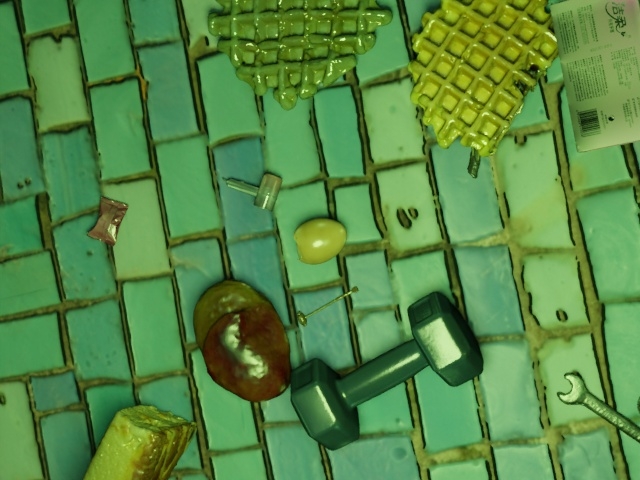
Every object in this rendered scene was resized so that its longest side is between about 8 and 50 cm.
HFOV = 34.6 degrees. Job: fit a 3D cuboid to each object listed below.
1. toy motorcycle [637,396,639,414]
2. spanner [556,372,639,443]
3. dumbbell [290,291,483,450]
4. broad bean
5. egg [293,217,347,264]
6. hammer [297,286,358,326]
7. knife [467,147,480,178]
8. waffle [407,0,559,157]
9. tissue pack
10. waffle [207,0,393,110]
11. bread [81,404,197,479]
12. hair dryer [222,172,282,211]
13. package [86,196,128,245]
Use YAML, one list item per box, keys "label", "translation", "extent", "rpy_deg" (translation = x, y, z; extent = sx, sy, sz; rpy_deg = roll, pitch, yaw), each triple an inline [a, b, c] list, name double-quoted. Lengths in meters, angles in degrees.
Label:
- label: "toy motorcycle"
  translation: [0.626, 0.240, 1.645]
  extent: [0.221, 0.102, 0.150]
  rpy_deg: [5, 111, 16]
- label: "spanner"
  translation: [0.507, 0.309, 1.710]
  extent: [0.254, 0.015, 0.054]
  rpy_deg: [35, 95, 11]
- label: "dumbbell"
  translation: [0.108, 0.224, 1.743]
  extent: [0.324, 0.144, 0.160]
  rpy_deg: [-31, 81, 11]
- label: "broad bean"
  translation: [-0.137, 0.179, 1.814]
  extent: [0.156, 0.122, 0.229]
  rpy_deg: [-25, 87, 14]
- label: "egg"
  translation: [0.000, 0.000, 1.804]
  extent: [0.096, 0.080, 0.080]
  rpy_deg: [-13, 86, 0]
- label: "hammer"
  translation: [0.014, 0.115, 1.834]
  extent: [0.123, 0.014, 0.029]
  rpy_deg: [-30, 92, 9]
- label: "knife"
  translation: [0.261, -0.218, 1.772]
  extent: [0.045, 0.021, 0.222]
  rpy_deg: [4, 90, 11]
- label: "waffle"
  translation: [0.285, -0.299, 1.731]
  extent: [0.283, 0.065, 0.310]
  rpy_deg: [-10, 85, 8]
- label: "tissue pack"
  translation: [0.473, -0.276, 1.650]
  extent: [0.148, 0.092, 0.246]
  rpy_deg: [-9, 94, 34]
- label: "waffle"
  translation: [-0.045, -0.405, 1.830]
  extent: [0.309, 0.056, 0.292]
  rpy_deg: [-41, 81, 11]
- label: "bread"
  translation: [-0.345, 0.435, 1.832]
  extent: [0.114, 0.185, 0.275]
  rpy_deg: [30, 95, 16]
- label: "hair dryer"
  translation: [-0.128, -0.099, 1.861]
  extent: [0.114, 0.037, 0.063]
  rpy_deg: [19, 92, 20]
- label: "package"
  translation: [-0.399, -0.037, 1.927]
  extent: [0.059, 0.029, 0.083]
  rpy_deg: [19, 85, 10]
